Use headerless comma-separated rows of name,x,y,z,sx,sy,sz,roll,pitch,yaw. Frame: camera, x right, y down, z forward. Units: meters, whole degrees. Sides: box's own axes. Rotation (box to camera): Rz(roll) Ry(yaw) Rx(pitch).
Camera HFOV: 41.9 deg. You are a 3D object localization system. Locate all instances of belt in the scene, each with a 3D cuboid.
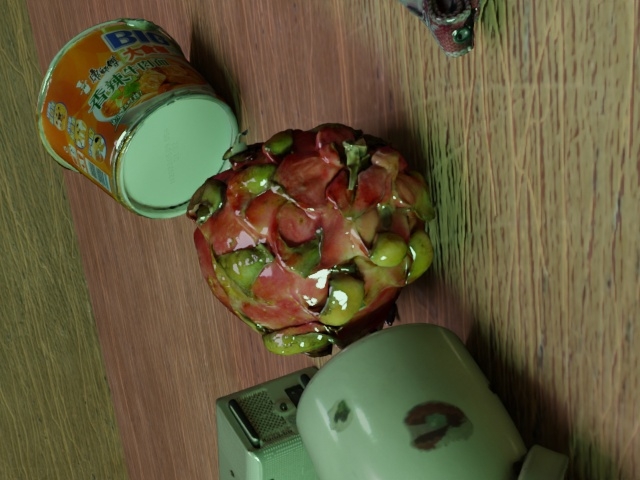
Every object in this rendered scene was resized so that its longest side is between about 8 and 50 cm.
belt,0.085,-0.256,0.800,0.232,0.071,0.053,55,155,39

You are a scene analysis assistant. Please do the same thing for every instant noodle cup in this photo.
instant noodle cup,-0.281,-0.179,1.351,0.214,0.296,0.296,42,140,34

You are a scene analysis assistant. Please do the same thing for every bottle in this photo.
bottle,0.137,0.264,0.810,0.351,0.229,0.229,-122,29,-43

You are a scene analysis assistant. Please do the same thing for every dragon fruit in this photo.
dragon fruit,0.000,0.000,0.917,0.291,0.250,0.269,-11,96,56

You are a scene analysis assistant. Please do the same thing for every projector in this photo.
projector,-0.059,0.340,1.301,0.163,0.177,0.242,45,141,48
